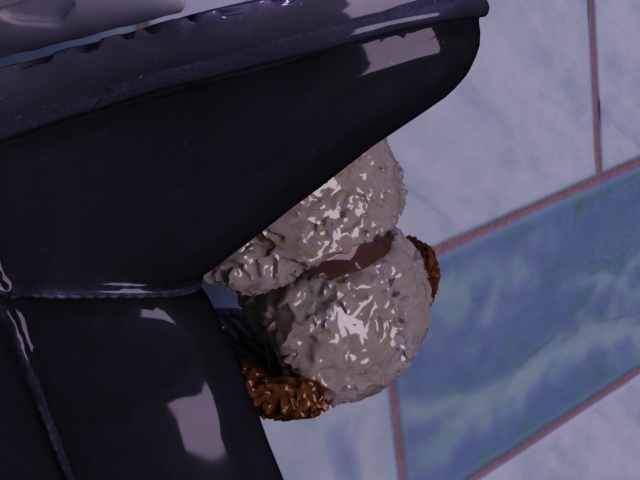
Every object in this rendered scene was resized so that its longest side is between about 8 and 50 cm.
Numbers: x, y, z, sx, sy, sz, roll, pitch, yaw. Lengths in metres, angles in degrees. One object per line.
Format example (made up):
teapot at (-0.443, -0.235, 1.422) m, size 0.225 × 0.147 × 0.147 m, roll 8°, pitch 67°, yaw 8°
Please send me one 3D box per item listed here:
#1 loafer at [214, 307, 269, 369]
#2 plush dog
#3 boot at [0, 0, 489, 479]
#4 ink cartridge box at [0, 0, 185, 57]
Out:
loafer at (-0.121, 0.134, 0.787) m, size 0.251 × 0.094 × 0.087 m, roll -31°, pitch 147°, yaw -30°
plush dog at (0.000, 0.000, 0.760) m, size 0.262 × 0.210 × 0.225 m, roll -32°, pitch 105°, yaw -36°
boot at (-0.044, 0.105, 0.620) m, size 0.367 × 0.146 × 0.445 m, roll -14°, pitch 101°, yaw 4°
ink cartridge box at (-0.125, -0.257, 0.583) m, size 0.117 × 0.207 × 0.283 m, roll 30°, pitch 68°, yaw -41°
